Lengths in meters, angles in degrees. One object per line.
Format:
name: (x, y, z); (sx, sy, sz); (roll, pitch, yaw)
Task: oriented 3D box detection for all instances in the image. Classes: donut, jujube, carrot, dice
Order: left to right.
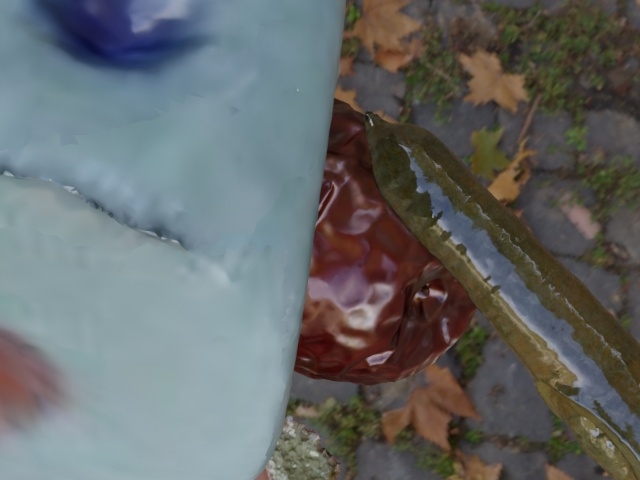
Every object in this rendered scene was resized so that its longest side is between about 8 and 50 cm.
dice: (-0.133, -0.045, 0.516); (0.264, 0.268, 0.262); (8, 50, -2)
donut: (-0.071, 0.185, 0.791); (0.166, 0.117, 0.065); (-22, 76, -40)
jujube: (0.000, 0.000, 0.884); (0.213, 0.213, 0.232); (-39, 52, -19)
carrot: (0.136, 0.060, 0.640); (0.342, 0.070, 0.070); (46, 70, 0)
